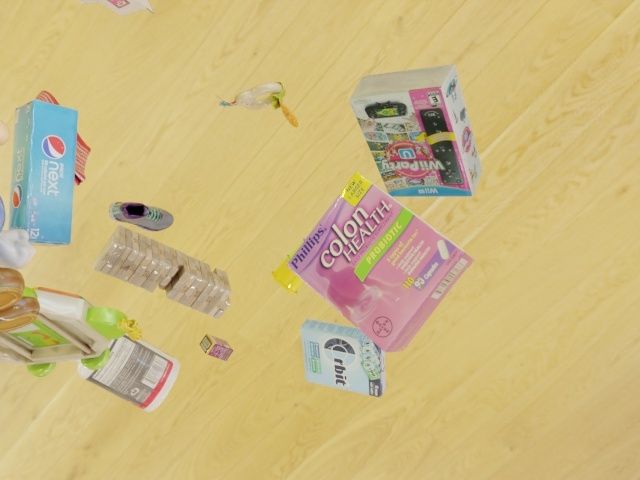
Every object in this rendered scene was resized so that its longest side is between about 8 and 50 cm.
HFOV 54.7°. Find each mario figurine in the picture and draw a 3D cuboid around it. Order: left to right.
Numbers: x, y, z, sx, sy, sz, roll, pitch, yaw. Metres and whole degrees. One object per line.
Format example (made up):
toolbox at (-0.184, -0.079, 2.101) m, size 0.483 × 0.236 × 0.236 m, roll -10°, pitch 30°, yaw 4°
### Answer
mario figurine at (-0.394, -0.063, 0.716) m, size 0.198 × 0.170 × 0.320 m, roll -36°, pitch 73°, yaw 31°

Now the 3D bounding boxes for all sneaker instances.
sneaker at (-0.547, -0.076, 1.952) m, size 0.098 × 0.224 × 0.083 m, roll -5°, pitch 81°, yaw 44°

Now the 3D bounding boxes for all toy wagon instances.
toy wagon at (-0.486, 0.162, 1.120) m, size 0.345 × 0.068 × 0.267 m, roll -9°, pitch 148°, yaw 9°

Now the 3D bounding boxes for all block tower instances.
block tower at (-0.371, 0.077, 1.501) m, size 0.335 × 0.097 × 0.091 m, roll 28°, pitch 110°, yaw -32°

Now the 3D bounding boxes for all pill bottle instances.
pill bottle at (-0.586, 0.350, 1.794) m, size 0.319 × 0.176 × 0.176 m, roll 35°, pitch 109°, yaw -19°

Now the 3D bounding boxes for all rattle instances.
rattle at (-0.184, -0.367, 1.764) m, size 0.200 × 0.130 × 0.142 m, roll -18°, pitch 98°, yaw -26°

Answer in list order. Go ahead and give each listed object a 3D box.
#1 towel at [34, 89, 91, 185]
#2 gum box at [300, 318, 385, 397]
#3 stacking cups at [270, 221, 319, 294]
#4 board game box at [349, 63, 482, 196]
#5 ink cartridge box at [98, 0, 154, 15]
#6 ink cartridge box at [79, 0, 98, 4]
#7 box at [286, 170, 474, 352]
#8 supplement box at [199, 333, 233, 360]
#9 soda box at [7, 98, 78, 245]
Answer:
towel at (-0.624, -0.254, 1.490) m, size 0.031 × 0.275 × 0.198 m, roll -30°, pitch 118°, yaw -3°
gum box at (0.052, 0.264, 1.394) m, size 0.184 × 0.041 × 0.156 m, roll 8°, pitch 120°, yaw 22°
stacking cups at (0.000, 0.000, 1.660) m, size 0.096 × 0.096 × 0.316 m, roll 40°, pitch 100°, yaw -7°
board game box at (0.228, -0.241, 1.433) m, size 0.224 × 0.097 × 0.303 m, roll 2°, pitch 139°, yaw 33°
ink cartridge box at (-0.431, -0.547, 1.190) m, size 0.069 × 0.371 × 0.175 m, roll -24°, pitch 97°, yaw 6°
ink cartridge box at (-0.499, -0.641, 1.554) m, size 0.223 × 0.224 × 0.045 m, roll -12°, pitch 104°, yaw -15°
box at (0.105, 0.039, 1.098) m, size 0.243 × 0.117 × 0.213 m, roll 40°, pitch 98°, yaw 23°
supplement box at (-0.311, 0.319, 1.848) m, size 0.083 × 0.055 × 0.043 m, roll 31°, pitch 95°, yaw -40°
soda box at (-0.419, -0.098, 0.933) m, size 0.067 × 0.071 × 0.210 m, roll -5°, pitch 82°, yaw 43°
